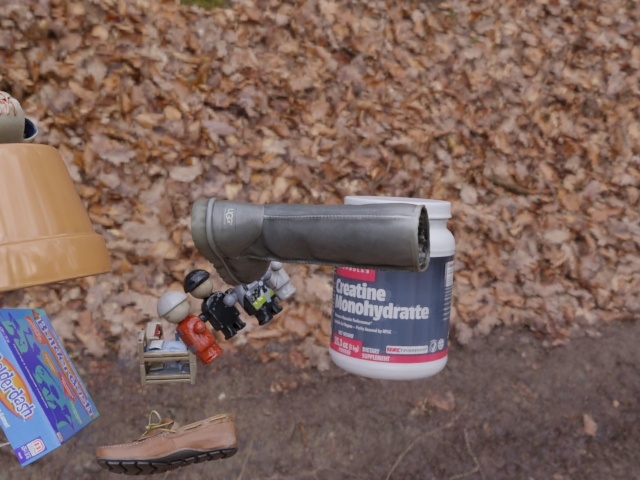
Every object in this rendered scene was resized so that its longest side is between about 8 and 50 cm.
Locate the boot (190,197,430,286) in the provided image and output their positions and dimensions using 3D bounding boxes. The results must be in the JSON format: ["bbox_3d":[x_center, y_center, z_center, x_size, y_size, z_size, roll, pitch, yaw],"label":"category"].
[{"bbox_3d":[0.000,0.002,0.689,0.209,0.076,0.189,-3,-10,9],"label":"boot"}]

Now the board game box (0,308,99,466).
[{"bbox_3d":[-0.328,0.157,0.820,0.047,0.160,0.210,-29,-1,-9],"label":"board game box"}]

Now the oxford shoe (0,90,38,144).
[{"bbox_3d":[-0.594,-0.220,1.208,0.147,0.140,0.397,-31,1,-8],"label":"oxford shoe"}]

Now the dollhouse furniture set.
[{"bbox_3d":[-0.374,0.254,1.783,0.130,0.128,0.183,-1,23,-6],"label":"dollhouse furniture set"}]

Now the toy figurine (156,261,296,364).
[{"bbox_3d":[-0.166,0.096,1.287,0.148,0.210,0.213,53,18,-3],"label":"toy figurine"}]

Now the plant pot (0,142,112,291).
[{"bbox_3d":[-0.471,-0.024,1.057,0.291,0.203,0.291,-10,1,0],"label":"plant pot"}]

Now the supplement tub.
[{"bbox_3d":[0.114,0.070,1.139,0.191,0.272,0.191,3,6,0],"label":"supplement tub"}]

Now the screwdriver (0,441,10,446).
[{"bbox_3d":[-0.634,0.417,1.465,0.170,0.024,0.025,-21,66,-11],"label":"screwdriver"}]

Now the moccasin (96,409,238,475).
[{"bbox_3d":[-0.418,0.547,1.965,0.380,0.139,0.146,-10,60,-13],"label":"moccasin"}]
